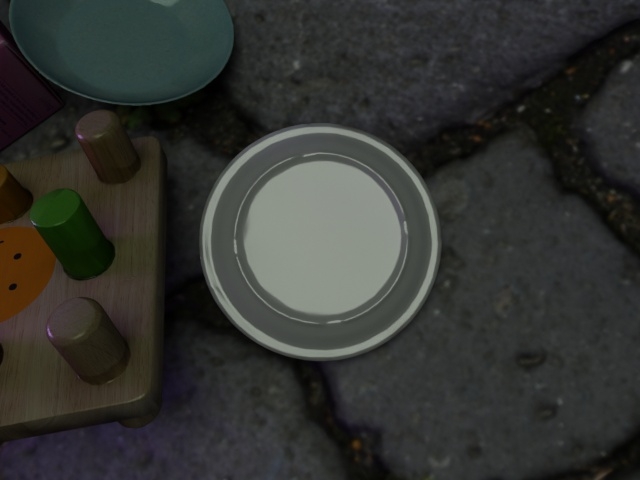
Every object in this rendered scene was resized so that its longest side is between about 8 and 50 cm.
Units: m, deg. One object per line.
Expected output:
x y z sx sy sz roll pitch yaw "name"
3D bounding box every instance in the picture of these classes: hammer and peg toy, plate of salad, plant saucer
-0.241 0.074 0.506 0.266 0.127 0.361 -10 50 3 "hammer and peg toy"
0.000 0.000 0.607 0.200 0.048 0.199 0 81 -2 "plate of salad"
-0.178 -0.190 0.664 0.195 0.037 0.194 7 60 -13 "plant saucer"

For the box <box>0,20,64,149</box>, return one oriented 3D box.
-0.406 -0.150 0.653 0.243 0.117 0.213 -38 74 -5 "box"
